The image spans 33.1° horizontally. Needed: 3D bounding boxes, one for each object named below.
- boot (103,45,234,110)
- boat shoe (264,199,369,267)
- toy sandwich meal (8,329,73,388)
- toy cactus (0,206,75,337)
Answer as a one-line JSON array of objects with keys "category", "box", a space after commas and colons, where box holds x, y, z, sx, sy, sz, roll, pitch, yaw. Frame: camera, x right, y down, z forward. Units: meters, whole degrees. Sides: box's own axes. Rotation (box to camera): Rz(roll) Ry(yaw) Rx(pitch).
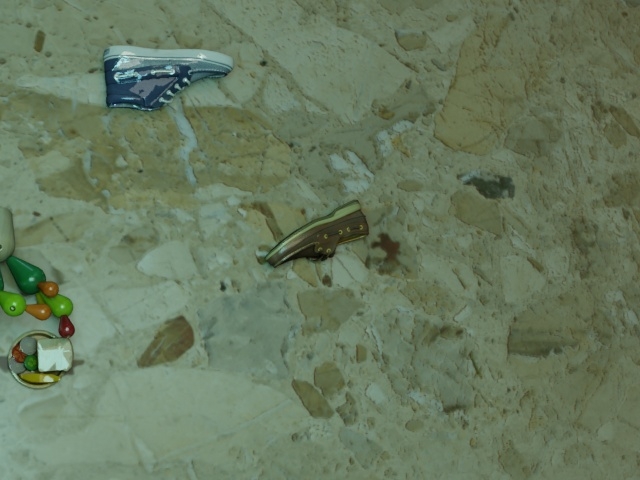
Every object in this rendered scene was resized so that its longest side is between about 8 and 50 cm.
[{"category": "boot", "box": [-0.218, -0.229, 1.559, 0.189, 0.069, 0.086, 0, 83, -16]}, {"category": "boat shoe", "box": [0.000, 0.000, 1.586, 0.178, 0.064, 0.060, -28, 86, -30]}, {"category": "toy sandwich meal", "box": [-0.362, 0.153, 1.403, 0.085, 0.029, 0.086, 7, 73, -22]}, {"category": "toy cactus", "box": [-0.419, 0.044, 1.384, 0.218, 0.112, 0.181, 9, 53, -19]}]
